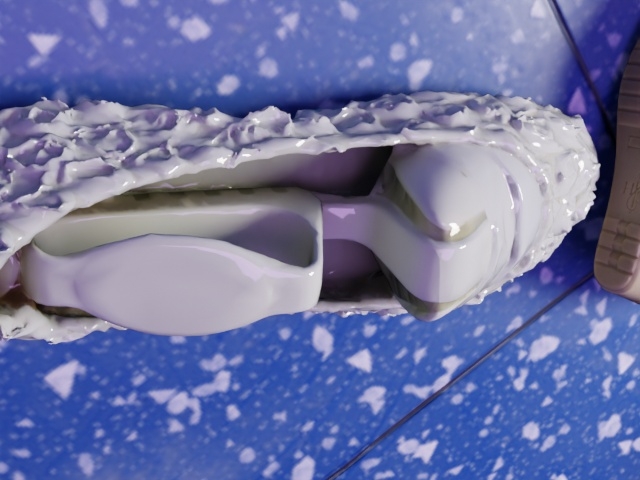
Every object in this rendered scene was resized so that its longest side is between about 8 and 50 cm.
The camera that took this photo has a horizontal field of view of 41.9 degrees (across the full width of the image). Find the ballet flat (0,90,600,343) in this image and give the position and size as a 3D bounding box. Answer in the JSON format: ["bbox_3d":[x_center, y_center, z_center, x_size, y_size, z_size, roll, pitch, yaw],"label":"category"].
[{"bbox_3d":[0.000,0.000,0.455,0.409,0.147,0.147,-5,115,-19],"label":"ballet flat"}]

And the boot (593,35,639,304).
[{"bbox_3d":[0.295,-0.065,0.580,0.207,0.090,0.248,3,111,-35],"label":"boot"}]
